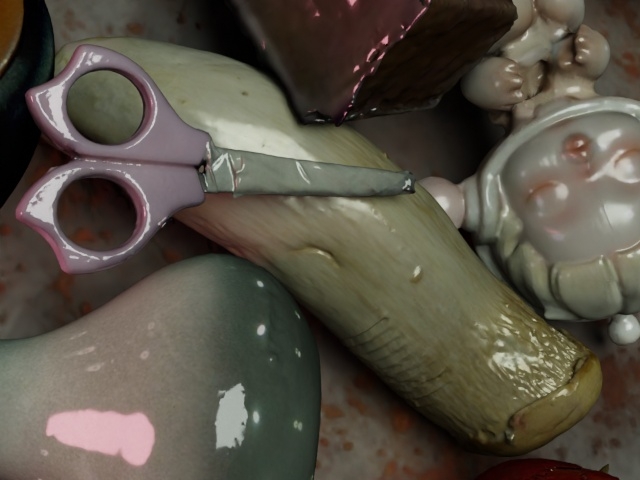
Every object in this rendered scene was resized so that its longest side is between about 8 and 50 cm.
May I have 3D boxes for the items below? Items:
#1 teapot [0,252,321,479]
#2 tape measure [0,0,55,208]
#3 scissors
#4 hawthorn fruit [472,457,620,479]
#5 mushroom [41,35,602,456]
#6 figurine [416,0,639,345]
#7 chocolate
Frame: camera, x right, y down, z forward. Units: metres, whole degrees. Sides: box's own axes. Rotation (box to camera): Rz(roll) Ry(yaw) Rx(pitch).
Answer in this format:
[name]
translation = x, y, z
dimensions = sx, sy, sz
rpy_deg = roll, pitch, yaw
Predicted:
[teapot]
translation = -0.131, 0.088, 0.888
dimensions = 0.251, 0.183, 0.183
rpy_deg = 6, 73, -8
[tape measure]
translation = -0.238, -0.090, 0.889
dimensions = 0.202, 0.135, 0.223
rpy_deg = -1, 54, -21
[scissors]
translation = -0.047, -0.035, 0.889
dimensions = 0.212, 0.021, 0.110
rpy_deg = 3, 89, -28
[hawthorn fruit]
translation = 0.120, 0.185, 0.977
dimensions = 0.148, 0.148, 0.172
rpy_deg = 38, 51, -9
[mushroom]
translation = 0.000, 0.000, 0.985
dimensions = 0.351, 0.123, 0.095
rpy_deg = 37, 45, -8
[figurine]
translation = 0.131, -0.054, 1.052
dimensions = 0.182, 0.144, 0.256
rpy_deg = -17, 88, -28
[chocolate]
translation = -0.009, -0.207, 0.993
dimensions = 0.112, 0.112, 0.321
rpy_deg = 0, 53, -48
